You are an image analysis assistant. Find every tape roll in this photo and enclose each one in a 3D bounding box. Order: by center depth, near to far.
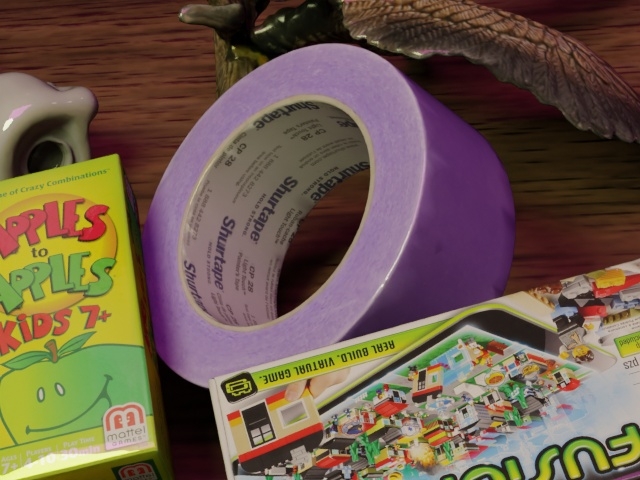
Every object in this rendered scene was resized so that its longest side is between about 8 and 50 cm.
[{"bbox_3d":[0.000,0.000,0.801,0.189,0.080,0.189,-21,55,33],"label":"tape roll"}]

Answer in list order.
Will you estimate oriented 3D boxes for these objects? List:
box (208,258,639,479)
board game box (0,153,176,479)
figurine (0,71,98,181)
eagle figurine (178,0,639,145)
[{"bbox_3d":[0.063,0.084,0.675,0.207,0.036,0.114,-16,46,-1],"label":"box"},{"bbox_3d":[-0.131,0.046,0.775,0.092,0.043,0.181,-14,53,1],"label":"board game box"},{"bbox_3d":[-0.271,-0.059,0.986,0.215,0.092,0.209,-31,42,-24],"label":"figurine"},{"bbox_3d":[0.075,-0.150,0.948,0.298,0.226,0.225,-9,21,8],"label":"eagle figurine"}]
